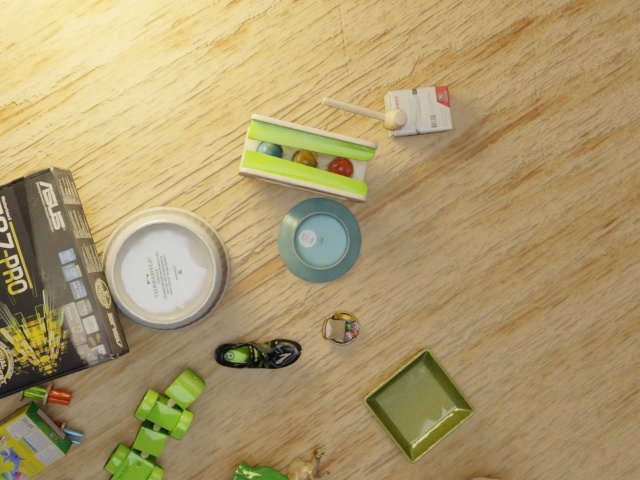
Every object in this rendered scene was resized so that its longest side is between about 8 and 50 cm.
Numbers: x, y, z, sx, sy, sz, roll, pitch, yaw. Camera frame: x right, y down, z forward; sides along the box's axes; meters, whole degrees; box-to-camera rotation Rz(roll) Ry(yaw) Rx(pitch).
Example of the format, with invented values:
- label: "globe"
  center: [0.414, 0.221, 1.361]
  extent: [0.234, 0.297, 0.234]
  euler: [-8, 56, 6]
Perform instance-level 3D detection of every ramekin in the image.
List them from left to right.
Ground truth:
- label: "ramekin"
  center: [-0.320, 0.062, 1.719]
  extent: [0.272, 0.127, 0.273]
  euler: [0, 91, -9]

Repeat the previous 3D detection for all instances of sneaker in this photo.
- label: "sneaker"
  center: [-0.132, 0.248, 1.775]
  extent: [0.188, 0.078, 0.067]
  euler: [-2, 92, -9]

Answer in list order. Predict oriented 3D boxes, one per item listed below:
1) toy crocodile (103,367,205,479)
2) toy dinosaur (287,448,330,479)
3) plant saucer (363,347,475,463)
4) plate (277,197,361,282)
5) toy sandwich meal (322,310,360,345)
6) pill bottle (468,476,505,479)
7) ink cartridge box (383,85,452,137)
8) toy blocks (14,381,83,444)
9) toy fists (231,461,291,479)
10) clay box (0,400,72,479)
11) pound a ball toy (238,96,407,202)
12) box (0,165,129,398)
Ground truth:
- label: "toy crocodile"
  center: [-0.359, 0.420, 1.743]
  extent: [0.115, 0.105, 0.341]
  euler: [29, 92, -8]
- label: "toy dinosaur"
  center: [-0.045, 0.528, 1.818]
  extent: [0.183, 0.053, 0.093]
  euler: [-38, 78, 6]
- label: "plant saucer"
  center: [0.215, 0.364, 1.846]
  extent: [0.188, 0.045, 0.188]
  euler: [-38, 96, -6]
- label: "plate"
  center: [0.000, 0.000, 1.818]
  extent: [0.188, 0.024, 0.188]
  euler: [0, 92, -9]
- label: "toy sandwich meal"
  center: [0.046, 0.193, 1.825]
  extent: [0.085, 0.029, 0.086]
  euler: [0, 91, -8]
- label: "pill bottle"
  center: [0.386, 0.603, 1.747]
  extent: [0.169, 0.301, 0.169]
  euler: [0, 91, -9]
- label: "ink cartridge box"
  center: [0.213, -0.282, 1.826]
  extent: [0.135, 0.056, 0.099]
  euler: [-7, 92, -9]
- label: "toy blocks"
  center: [-0.557, 0.360, 1.727]
  extent: [0.148, 0.054, 0.123]
  euler: [17, 89, -8]
- label: "toy fists"
  center: [-0.147, 0.614, 1.763]
  extent: [0.142, 0.096, 0.279]
  euler: [24, 90, 16]
- label: "clay box"
  center: [-0.632, 0.432, 1.683]
  extent: [0.222, 0.053, 0.127]
  euler: [-32, 109, 13]
- label: "pound a ball toy"
  center: [0.003, -0.203, 1.756]
  extent: [0.319, 0.136, 0.208]
  euler: [12, 89, -8]
- label: "box"
  center: [-0.589, 0.091, 1.641]
  extent: [0.318, 0.097, 0.395]
  euler: [-19, 88, 8]
